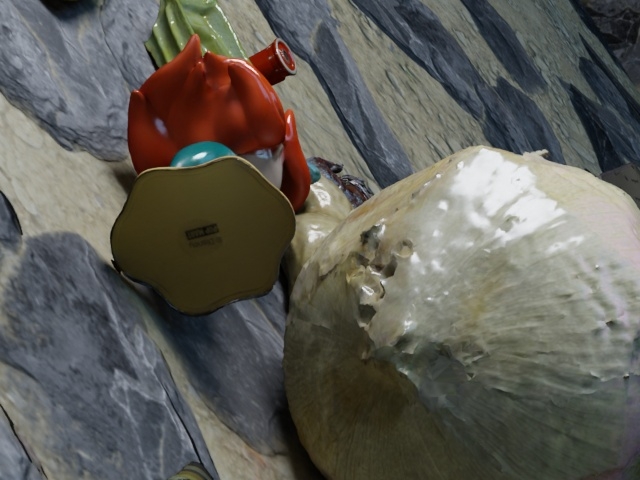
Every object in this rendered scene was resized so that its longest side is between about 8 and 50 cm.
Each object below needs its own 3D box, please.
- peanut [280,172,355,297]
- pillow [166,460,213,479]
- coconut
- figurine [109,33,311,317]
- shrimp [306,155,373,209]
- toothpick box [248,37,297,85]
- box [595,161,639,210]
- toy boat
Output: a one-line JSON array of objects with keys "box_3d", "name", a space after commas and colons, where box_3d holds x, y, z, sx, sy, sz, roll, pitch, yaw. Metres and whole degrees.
[{"box_3d": [-0.001, 0.001, 1.802, 0.104, 0.085, 0.228, 28, 30, -27], "name": "peanut"}, {"box_3d": [-0.079, 0.276, 1.283, 0.208, 0.052, 0.212, 53, 20, 7], "name": "pillow"}, {"box_3d": [0.150, 0.104, 1.563, 0.404, 0.404, 0.404, 43, 24, -25], "name": "coconut"}, {"box_3d": [-0.096, -0.070, 1.600, 0.208, 0.181, 0.257, 33, 22, -13], "name": "figurine"}, {"box_3d": [0.039, -0.039, 1.979, 0.165, 0.056, 0.065, 40, 19, -36], "name": "shrimp"}, {"box_3d": [-0.073, -0.192, 1.945, 0.047, 0.083, 0.047, 50, 25, -34], "name": "toothpick box"}, {"box_3d": [0.436, 0.068, 2.433, 0.297, 0.190, 0.225, 55, 22, 7], "name": "box"}, {"box_3d": [-0.104, -0.153, 1.830, 0.111, 0.084, 0.276, 15, 38, -56], "name": "toy boat"}]
